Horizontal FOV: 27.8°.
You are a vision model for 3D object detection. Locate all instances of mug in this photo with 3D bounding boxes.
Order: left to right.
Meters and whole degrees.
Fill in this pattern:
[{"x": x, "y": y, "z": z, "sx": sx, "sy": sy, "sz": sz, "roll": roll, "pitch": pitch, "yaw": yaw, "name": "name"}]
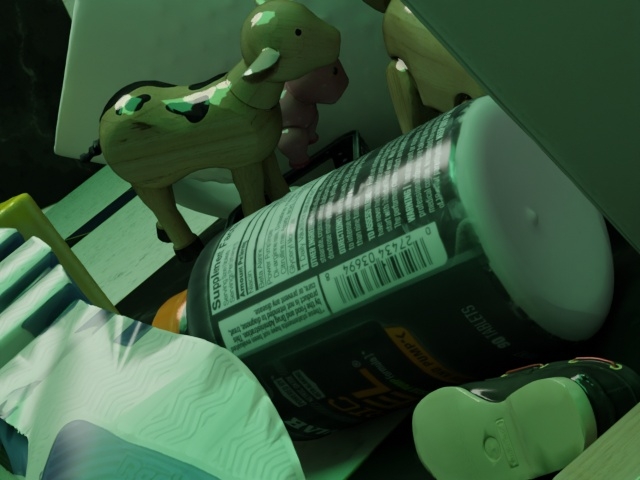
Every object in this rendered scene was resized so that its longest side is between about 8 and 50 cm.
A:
[{"x": -0.051, "y": -0.150, "z": 1.127, "sx": 0.374, "sy": 0.328, "sz": 0.276, "roll": 112, "pitch": 163, "yaw": -48, "name": "mug"}]

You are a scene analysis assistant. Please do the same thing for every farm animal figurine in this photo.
[{"x": 0.049, "y": -0.117, "z": 0.781, "sx": 0.330, "sy": 0.172, "sz": 0.327, "roll": -37, "pitch": 36, "yaw": -28, "name": "farm animal figurine"}]

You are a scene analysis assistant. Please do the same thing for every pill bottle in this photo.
[{"x": 0.019, "y": 0.029, "z": 0.686, "sx": 0.246, "sy": 0.130, "sz": 0.130, "roll": -26, "pitch": 16, "yaw": 36, "name": "pill bottle"}]

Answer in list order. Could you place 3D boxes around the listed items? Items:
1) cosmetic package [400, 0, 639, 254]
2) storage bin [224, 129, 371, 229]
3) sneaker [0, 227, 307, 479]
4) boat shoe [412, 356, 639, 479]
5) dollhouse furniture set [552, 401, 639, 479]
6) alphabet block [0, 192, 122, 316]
[{"x": 0.237, "y": -0.232, "z": 0.477, "sx": 0.394, "sy": 0.327, "sz": 0.329, "roll": -24, "pitch": 35, "yaw": 41, "name": "cosmetic package"}, {"x": 0.000, "y": 0.000, "z": 0.940, "sx": 0.122, "sy": 0.084, "sz": 0.180, "roll": -33, "pitch": 12, "yaw": 10, "name": "storage bin"}, {"x": -0.089, "y": 0.125, "z": 0.645, "sx": 0.127, "sy": 0.182, "sz": 0.315, "roll": -41, "pitch": 43, "yaw": -15, "name": "sneaker"}, {"x": 0.084, "y": 0.079, "z": 0.546, "sx": 0.042, "sy": 0.048, "sz": 0.133, "roll": -11, "pitch": -8, "yaw": -30, "name": "boat shoe"}, {"x": -0.003, "y": 0.132, "z": 0.282, "sx": 0.355, "sy": 0.173, "sz": 0.303, "roll": -39, "pitch": 14, "yaw": -12, "name": "dollhouse furniture set"}, {"x": -0.253, "y": 0.107, "z": 0.941, "sx": 0.193, "sy": 0.197, "sz": 0.192, "roll": -44, "pitch": 15, "yaw": -31, "name": "alphabet block"}]
